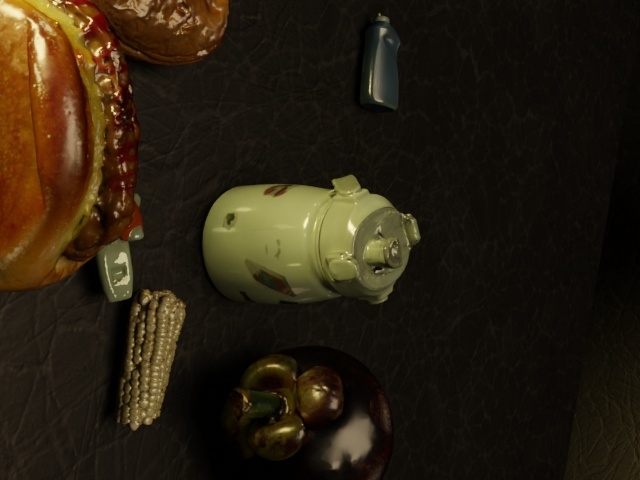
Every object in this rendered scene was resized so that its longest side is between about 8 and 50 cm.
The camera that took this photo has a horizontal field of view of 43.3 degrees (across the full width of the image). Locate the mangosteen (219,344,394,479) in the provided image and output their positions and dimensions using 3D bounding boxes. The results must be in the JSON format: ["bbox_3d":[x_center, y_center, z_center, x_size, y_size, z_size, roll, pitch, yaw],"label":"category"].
[{"bbox_3d":[-0.014,0.305,1.342,0.297,0.297,0.313,-43,161,-42],"label":"mangosteen"}]

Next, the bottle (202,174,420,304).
[{"bbox_3d":[0.000,0.000,1.328,0.229,0.352,0.229,3,86,-52],"label":"bottle"}]

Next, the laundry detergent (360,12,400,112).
[{"bbox_3d":[0.127,-0.380,1.713,0.097,0.061,0.206,6,85,-43],"label":"laundry detergent"}]

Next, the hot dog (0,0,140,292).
[{"bbox_3d":[-0.333,-0.142,0.989,0.185,0.223,0.404,-14,98,-63],"label":"hot dog"}]

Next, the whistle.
[{"bbox_3d":[-0.307,-0.037,1.149,0.102,0.106,0.253,-7,99,-10],"label":"whistle"}]

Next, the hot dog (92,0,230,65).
[{"bbox_3d":[-0.264,-0.374,1.183,0.272,0.122,0.195,19,73,-45],"label":"hot dog"}]

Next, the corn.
[{"bbox_3d":[-0.260,0.177,1.223,0.087,0.087,0.210,16,81,-50],"label":"corn"}]
